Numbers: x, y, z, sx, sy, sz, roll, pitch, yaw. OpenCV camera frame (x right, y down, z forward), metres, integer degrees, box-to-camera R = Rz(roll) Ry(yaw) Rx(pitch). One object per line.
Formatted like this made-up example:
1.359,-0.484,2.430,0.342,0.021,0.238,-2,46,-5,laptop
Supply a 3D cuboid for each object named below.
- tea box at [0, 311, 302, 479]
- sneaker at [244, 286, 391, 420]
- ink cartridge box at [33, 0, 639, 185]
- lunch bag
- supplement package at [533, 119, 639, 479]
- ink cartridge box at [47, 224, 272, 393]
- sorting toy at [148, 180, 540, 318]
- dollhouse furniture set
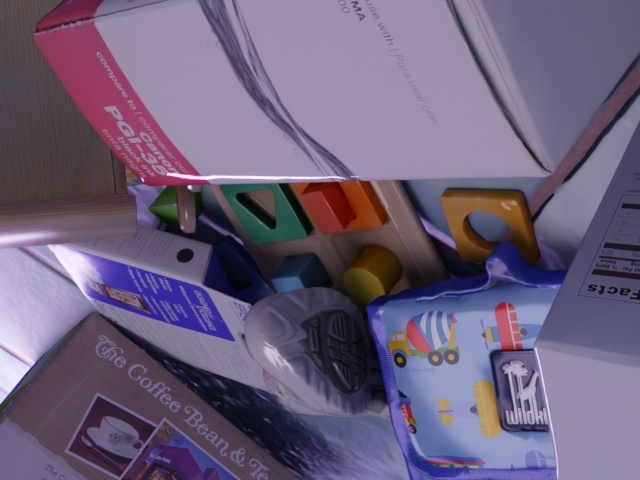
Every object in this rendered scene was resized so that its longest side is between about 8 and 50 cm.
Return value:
-0.208,0.283,1.154,0.329,0.220,0.323,40,151,-8,tea box
-0.007,0.101,0.874,0.115,0.090,0.232,-8,156,28,sneaker
0.024,-0.131,0.552,0.283,0.207,0.117,3,134,47,ink cartridge box
0.176,0.128,0.827,0.221,0.138,0.293,-7,116,29,lunch bag
0.252,0.042,0.556,0.198,0.263,0.199,9,136,30,supplement package
-0.117,0.059,0.989,0.208,0.045,0.206,18,154,22,ink cartridge box
0.000,0.000,0.874,0.347,0.047,0.196,-8,125,41,sorting toy
-0.184,-0.041,0.746,0.212,0.161,0.242,-5,159,-11,dollhouse furniture set
